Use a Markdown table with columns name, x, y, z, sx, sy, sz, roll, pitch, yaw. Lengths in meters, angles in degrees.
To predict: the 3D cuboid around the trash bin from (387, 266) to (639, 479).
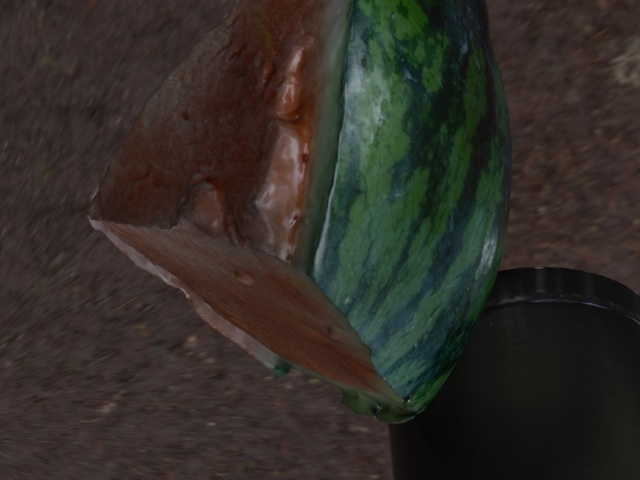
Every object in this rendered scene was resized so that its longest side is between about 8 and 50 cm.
| name | x | y | z | sx | sy | sz | roll | pitch | yaw |
| --- | --- | --- | --- | --- | --- | --- | --- | --- | --- |
| trash bin | 0.154 | 0.197 | 1.340 | 0.203 | 0.252 | 0.302 | -19 | 49 | 19 |

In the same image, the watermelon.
| name | x | y | z | sx | sy | sz | roll | pitch | yaw |
| --- | --- | --- | --- | --- | --- | --- | --- | --- | --- |
| watermelon | 0.020 | 0.006 | 1.180 | 0.319 | 0.222 | 0.292 | -40 | 130 | 20 |
